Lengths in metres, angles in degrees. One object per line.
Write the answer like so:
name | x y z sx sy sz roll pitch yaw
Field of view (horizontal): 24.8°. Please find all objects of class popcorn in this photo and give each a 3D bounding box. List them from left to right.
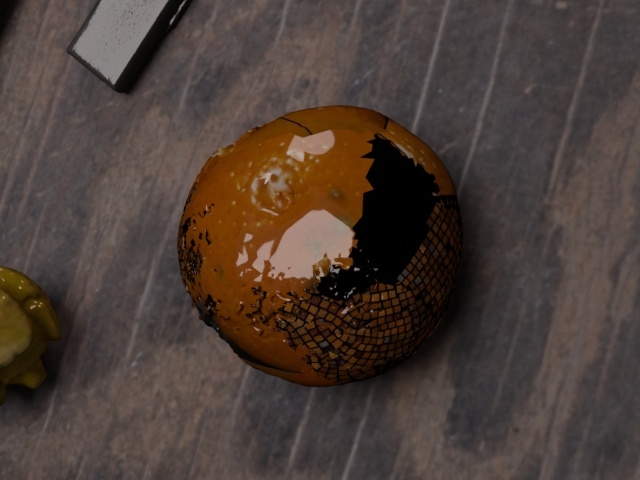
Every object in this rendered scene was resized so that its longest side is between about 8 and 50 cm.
popcorn | -0.318 0.083 1.332 0.167 0.148 0.152 -18 43 39

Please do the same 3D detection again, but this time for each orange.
orange | 0.000 0.000 1.163 0.234 0.182 0.234 -15 57 24

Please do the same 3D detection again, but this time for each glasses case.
glasses case | -0.163 -0.236 1.388 0.072 0.042 0.191 36 95 24
